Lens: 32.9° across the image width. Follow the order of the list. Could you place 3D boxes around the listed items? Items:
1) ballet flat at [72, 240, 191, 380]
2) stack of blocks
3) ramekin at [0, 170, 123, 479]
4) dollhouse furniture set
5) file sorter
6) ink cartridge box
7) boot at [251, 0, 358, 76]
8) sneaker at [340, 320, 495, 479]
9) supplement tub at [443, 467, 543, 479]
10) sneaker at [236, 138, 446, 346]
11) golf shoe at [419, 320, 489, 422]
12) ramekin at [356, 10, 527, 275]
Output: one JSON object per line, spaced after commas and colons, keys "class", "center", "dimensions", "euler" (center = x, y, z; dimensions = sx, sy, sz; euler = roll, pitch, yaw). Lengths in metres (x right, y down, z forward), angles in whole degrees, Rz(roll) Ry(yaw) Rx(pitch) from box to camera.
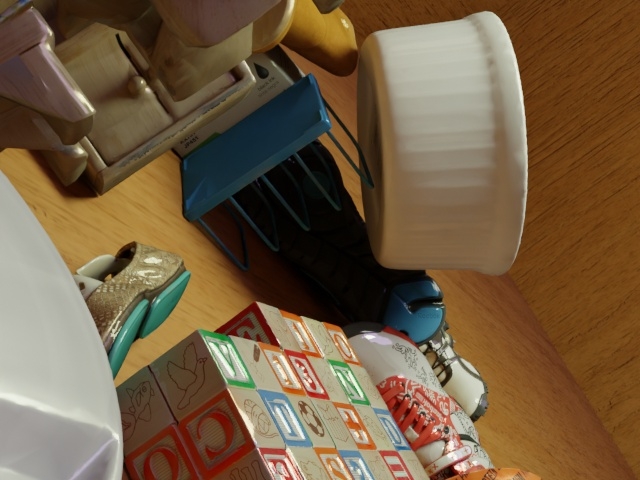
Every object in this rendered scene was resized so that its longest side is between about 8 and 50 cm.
{"class": "ballet flat", "center": [-0.145, 0.047, 0.736], "dimensions": [0.067, 0.073, 0.206], "euler": [26, 12, 0]}
{"class": "stack of blocks", "center": [-0.033, 0.140, 0.802], "dimensions": [0.171, 0.087, 0.297], "euler": [59, 14, 21]}
{"class": "ramekin", "center": [-0.204, 0.037, 0.377], "dimensions": [0.273, 0.127, 0.273], "euler": [50, 13, -16]}
{"class": "dollhouse furniture set", "center": [-0.150, -0.207, 0.738], "dimensions": [0.256, 0.362, 0.394], "euler": [54, -15, -3]}
{"class": "file sorter", "center": [-0.044, -0.066, 1.119], "dimensions": [0.104, 0.170, 0.118], "euler": [51, 13, -29]}
{"class": "ink cartridge box", "center": [-0.130, -0.186, 1.159], "dimensions": [0.208, 0.153, 0.087], "euler": [46, 17, -26]}
{"class": "boot", "center": [-0.024, -0.227, 1.084], "dimensions": [0.211, 0.104, 0.295], "euler": [41, 19, -40]}
{"class": "sneaker", "center": [0.106, 0.198, 1.141], "dimensions": [0.270, 0.090, 0.145], "euler": [46, 12, -41]}
{"class": "supplement tub", "center": [0.155, 0.328, 0.751], "dimensions": [0.193, 0.193, 0.316], "euler": [43, 16, -39]}
{"class": "sneaker", "center": [0.000, 0.000, 1.299], "dimensions": [0.341, 0.125, 0.139], "euler": [51, -15, 1]}
{"class": "golf shoe", "center": [0.151, 0.168, 1.448], "dimensions": [0.094, 0.077, 0.198], "euler": [29, 19, -38]}
{"class": "ramekin", "center": [0.117, -0.097, 1.142], "dimensions": [0.277, 0.135, 0.277], "euler": [176, -90, -87]}
